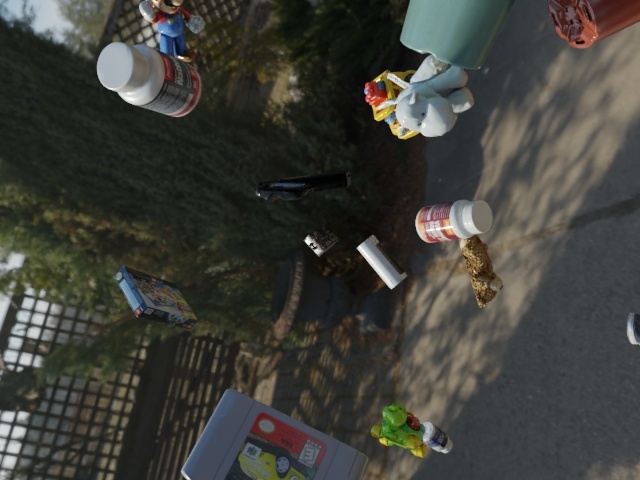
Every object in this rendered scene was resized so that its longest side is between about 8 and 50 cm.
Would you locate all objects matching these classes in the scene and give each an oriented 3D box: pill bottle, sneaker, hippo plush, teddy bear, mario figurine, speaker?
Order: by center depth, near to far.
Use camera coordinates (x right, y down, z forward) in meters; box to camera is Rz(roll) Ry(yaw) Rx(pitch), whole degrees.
[{"bbox_3d":[-0.310,-0.294,1.068,0.180,0.108,0.108,-2,-66,-67],"label":"pill bottle"},{"bbox_3d":[0.152,0.053,1.453,0.055,0.136,0.055,-39,-7,-6],"label":"speaker"},{"bbox_3d":[0.901,0.240,1.517,0.163,0.226,0.086,-8,65,45],"label":"sneaker"},{"bbox_3d":[0.324,-0.442,1.806,0.236,0.294,0.234,-57,-14,-59],"label":"hippo plush"},{"bbox_3d":[0.415,-0.062,1.828,0.221,0.121,0.121,-9,65,53],"label":"pill bottle"},{"bbox_3d":[0.382,0.653,1.934,0.067,0.120,0.067,-36,29,24],"label":"pill bottle"},{"bbox_3d":[-0.489,-0.737,1.951,0.198,0.170,0.321,-87,-5,-49],"label":"mario figurine"},{"bbox_3d":[0.606,0.085,2.220,0.245,0.113,0.338,-35,-73,-74],"label":"teddy bear"}]

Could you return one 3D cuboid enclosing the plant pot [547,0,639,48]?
[{"bbox_3d":[0.831,-0.710,1.694,0.265,0.272,0.272,-32,21,-3],"label":"plant pot"}]

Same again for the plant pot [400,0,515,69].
[{"bbox_3d":[0.397,-0.682,1.640,0.341,0.341,0.334,-104,29,-58],"label":"plant pot"}]

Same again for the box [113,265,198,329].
[{"bbox_3d":[-0.468,0.169,1.686,0.044,0.233,0.159,-45,60,6],"label":"box"}]

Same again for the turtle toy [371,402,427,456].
[{"bbox_3d":[0.147,0.342,1.072,0.095,0.130,0.066,9,63,32],"label":"turtle toy"}]

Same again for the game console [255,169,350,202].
[{"bbox_3d":[-0.047,-0.124,1.328,0.361,0.213,0.044,-53,-44,-78],"label":"game console"}]

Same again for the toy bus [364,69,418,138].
[{"bbox_3d":[0.243,-0.472,2.017,0.149,0.211,0.220,-23,75,53],"label":"toy bus"}]

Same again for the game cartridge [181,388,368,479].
[{"bbox_3d":[-0.083,0.411,1.037,0.060,0.294,0.196,100,-165,-60],"label":"game cartridge"}]

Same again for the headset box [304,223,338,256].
[{"bbox_3d":[0.000,0.000,1.592,0.083,0.062,0.032,-40,-7,-45],"label":"headset box"}]
